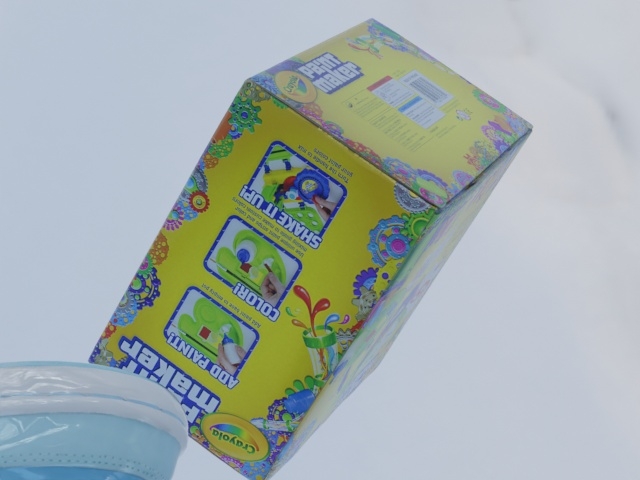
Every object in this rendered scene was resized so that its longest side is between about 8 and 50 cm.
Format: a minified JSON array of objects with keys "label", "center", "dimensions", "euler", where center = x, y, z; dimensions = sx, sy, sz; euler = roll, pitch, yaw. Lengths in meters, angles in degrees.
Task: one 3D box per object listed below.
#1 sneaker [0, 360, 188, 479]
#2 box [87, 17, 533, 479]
[{"label":"sneaker","center":[-0.201,0.183,0.796],"dimensions":[0.319,0.127,0.208],"euler":[-15,59,5]},{"label":"box","center":[0.000,0.000,1.451],"dimensions":[0.177,0.290,0.279],"euler":[35,114,8]}]
